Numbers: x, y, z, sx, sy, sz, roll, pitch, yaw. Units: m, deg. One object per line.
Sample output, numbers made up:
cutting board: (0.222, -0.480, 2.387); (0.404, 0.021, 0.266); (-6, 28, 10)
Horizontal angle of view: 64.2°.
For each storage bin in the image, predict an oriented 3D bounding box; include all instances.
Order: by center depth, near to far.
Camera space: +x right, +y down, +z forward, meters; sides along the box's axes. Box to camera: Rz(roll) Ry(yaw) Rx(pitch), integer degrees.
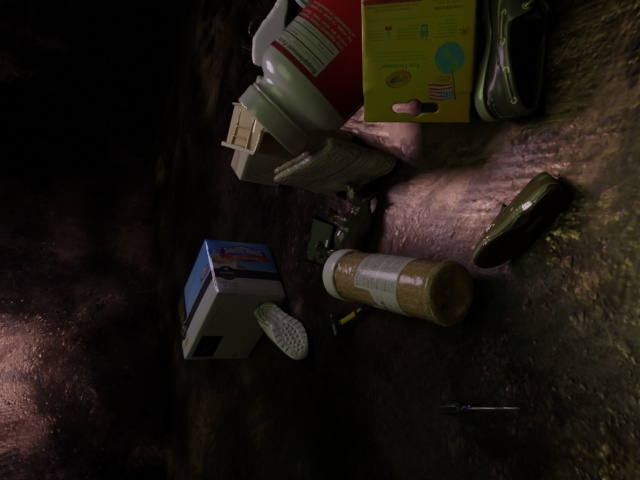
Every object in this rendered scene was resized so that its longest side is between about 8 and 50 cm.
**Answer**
storage bin: (-0.089, -0.272, 1.368); (0.260, 0.262, 0.123); (30, 108, 57)

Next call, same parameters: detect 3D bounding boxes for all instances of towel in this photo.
towel: (0.024, -0.170, 1.235); (0.282, 0.187, 0.049); (-18, 66, 57)

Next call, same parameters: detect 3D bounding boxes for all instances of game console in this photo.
game console: (0.000, 0.000, 1.413); (0.107, 0.071, 0.122); (18, 103, 28)

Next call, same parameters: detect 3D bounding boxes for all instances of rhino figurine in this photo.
rhino figurine: (0.070, -0.043, 1.234); (0.106, 0.073, 0.243); (25, 109, 20)

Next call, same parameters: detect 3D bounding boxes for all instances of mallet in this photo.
mallet: (0.083, 0.187, 1.224); (0.190, 0.039, 0.062); (-34, 55, 47)

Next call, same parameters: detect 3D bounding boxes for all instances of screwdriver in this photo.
screwdriver: (0.280, 0.296, 0.899); (0.170, 0.025, 0.024); (-21, 66, 46)

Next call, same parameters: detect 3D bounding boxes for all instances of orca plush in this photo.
orca plush: (-0.161, -0.717, 1.727); (0.102, 0.151, 0.287); (-80, -4, -85)

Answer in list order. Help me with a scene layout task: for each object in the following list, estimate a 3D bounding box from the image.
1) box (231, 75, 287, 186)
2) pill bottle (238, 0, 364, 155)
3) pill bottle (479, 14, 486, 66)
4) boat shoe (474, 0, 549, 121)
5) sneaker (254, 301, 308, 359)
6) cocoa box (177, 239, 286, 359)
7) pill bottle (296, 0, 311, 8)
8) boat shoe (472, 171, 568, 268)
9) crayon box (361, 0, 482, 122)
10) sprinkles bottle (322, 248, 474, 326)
box: (-0.165, -0.343, 1.621); (0.121, 0.148, 0.311); (53, 127, 49)
pill bottle: (0.027, -0.384, 1.083); (0.408, 0.229, 0.229); (-45, 41, 8)
pill bottle: (0.275, -0.348, 0.956); (0.137, 0.078, 0.078); (-63, 37, 31)
boat shoe: (0.329, -0.354, 0.846); (0.091, 0.109, 0.305); (16, 104, 58)
sneaker: (-0.104, 0.274, 1.482); (0.235, 0.090, 0.094); (41, 149, 45)
cocoa box: (-0.304, 0.198, 1.666); (0.347, 0.231, 0.228); (-58, 39, 35)
pill bottle: (0.015, -0.751, 1.422); (0.208, 0.118, 0.117); (-33, 57, 53)
boat shoe: (0.321, -0.033, 0.849); (0.190, 0.068, 0.072); (-49, 32, 30)
crayon box: (0.176, -0.372, 0.899); (0.202, 0.081, 0.318); (7, 111, 23)
sprinkles bottle: (0.143, 0.087, 1.053); (0.355, 0.121, 0.121); (5, 89, 59)
